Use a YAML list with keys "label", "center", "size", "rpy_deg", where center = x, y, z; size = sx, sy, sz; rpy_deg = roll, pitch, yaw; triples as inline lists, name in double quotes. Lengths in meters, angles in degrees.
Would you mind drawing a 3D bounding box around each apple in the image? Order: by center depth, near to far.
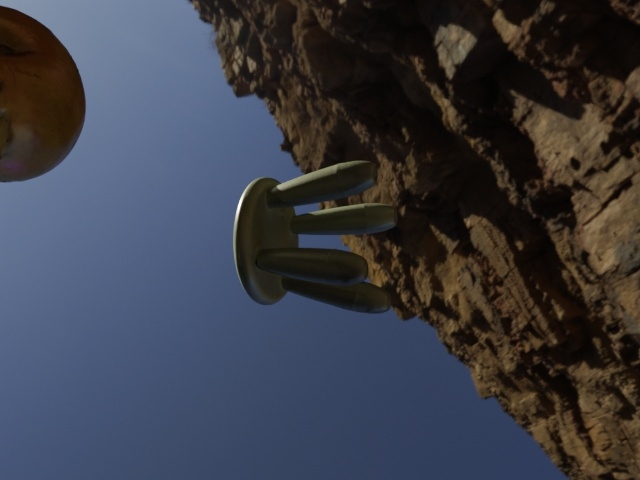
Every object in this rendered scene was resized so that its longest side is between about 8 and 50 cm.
- label: "apple"
  center: [-0.265, -0.123, 0.457]
  size: [0.146, 0.146, 0.146]
  rpy_deg: [1, -119, -2]

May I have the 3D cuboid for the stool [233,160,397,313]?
- label: "stool"
  center: [0.000, 0.000, 0.837]
  size: [0.199, 0.195, 0.195]
  rpy_deg: [-1, -113, 17]
